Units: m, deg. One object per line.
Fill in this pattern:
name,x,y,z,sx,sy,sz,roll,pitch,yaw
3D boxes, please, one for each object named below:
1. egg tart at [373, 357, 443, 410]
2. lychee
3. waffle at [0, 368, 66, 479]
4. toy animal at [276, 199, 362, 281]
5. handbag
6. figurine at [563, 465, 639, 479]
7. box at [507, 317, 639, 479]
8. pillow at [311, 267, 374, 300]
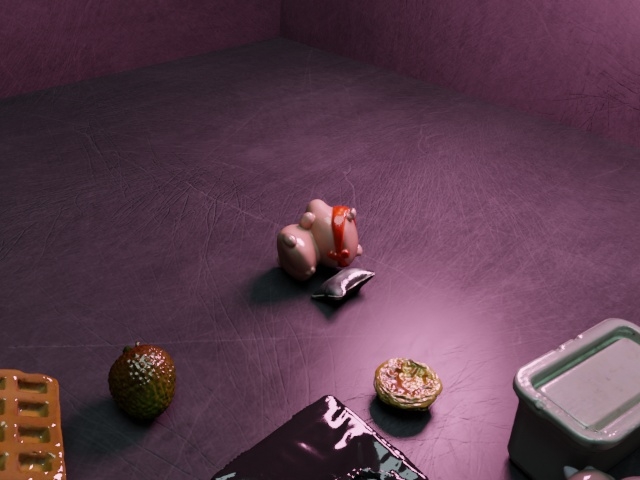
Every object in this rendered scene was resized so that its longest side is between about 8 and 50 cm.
egg tart,0.158,0.269,1.135,0.130,0.052,0.130,4,31,-3
lychee,-0.304,0.235,1.066,0.114,0.114,0.146,-11,53,-24
waffle,-0.528,0.268,0.849,0.327,0.098,0.224,18,26,-35
toy animal,0.000,0.000,1.422,0.197,0.171,0.171,-23,41,-18
handbag,0.001,0.373,0.920,0.244,0.088,0.275,32,38,32
figurine,0.444,0.461,0.764,0.248,0.203,0.380,0,44,3
box,0.453,0.284,1.035,0.312,0.182,0.175,-17,38,-32
pillow,0.051,0.096,1.388,0.091,0.055,0.135,27,37,34
